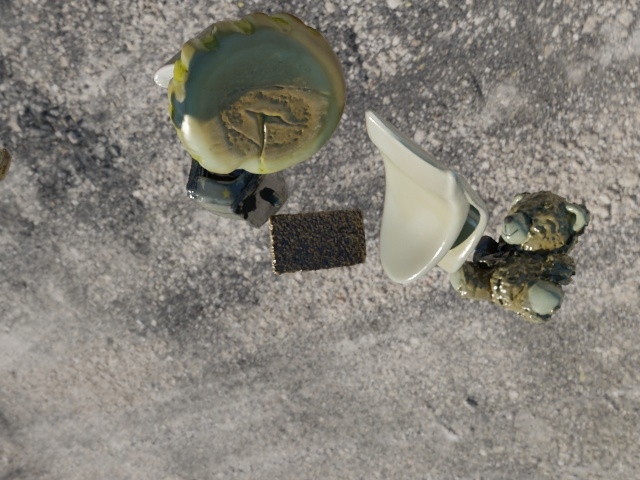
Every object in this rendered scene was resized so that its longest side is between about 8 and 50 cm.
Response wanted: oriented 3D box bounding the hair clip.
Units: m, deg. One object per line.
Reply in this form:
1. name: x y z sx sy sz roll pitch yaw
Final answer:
1. hair clip: 0.150 -0.043 0.852 0.172 0.113 0.282 45 150 37

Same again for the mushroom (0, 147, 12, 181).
1. mushroom: -0.622 -0.169 0.992 0.093 0.116 0.225 -18 153 24

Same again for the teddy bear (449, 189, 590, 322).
1. teddy bear: 0.408 0.022 1.181 0.156 0.256 0.267 16 -177 -33

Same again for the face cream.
1. face cream: -0.310 -0.492 1.586 0.139 0.285 0.067 -2 129 28

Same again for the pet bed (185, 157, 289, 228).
1. pet bed: -0.154 -0.127 1.231 0.159 0.183 0.211 10 171 11

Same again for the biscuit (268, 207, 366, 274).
1. biscuit: 0.000 0.000 1.303 0.025 0.230 0.131 5 101 62

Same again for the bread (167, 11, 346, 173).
1. bread: -0.076 -0.176 0.725 0.213 0.105 0.213 -12 132 -13
